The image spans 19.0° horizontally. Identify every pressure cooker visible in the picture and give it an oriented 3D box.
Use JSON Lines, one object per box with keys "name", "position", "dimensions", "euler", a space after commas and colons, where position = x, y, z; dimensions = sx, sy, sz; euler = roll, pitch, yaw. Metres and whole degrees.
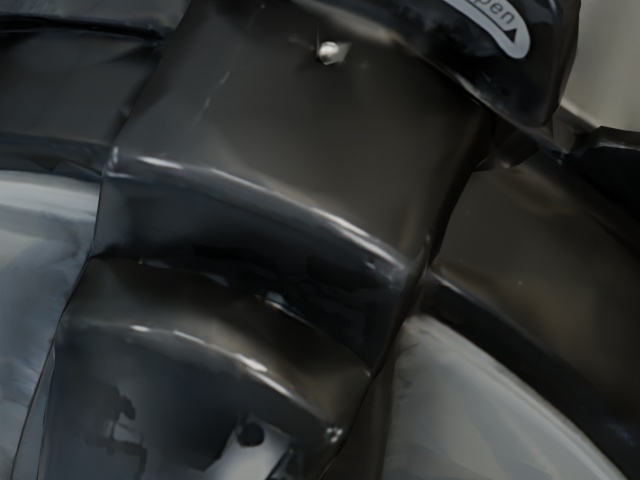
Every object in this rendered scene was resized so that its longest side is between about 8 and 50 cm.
{"name": "pressure cooker", "position": [0.006, 0.001, 0.628], "dimensions": [0.375, 0.370, 0.420], "euler": [-10, 41, 37]}
